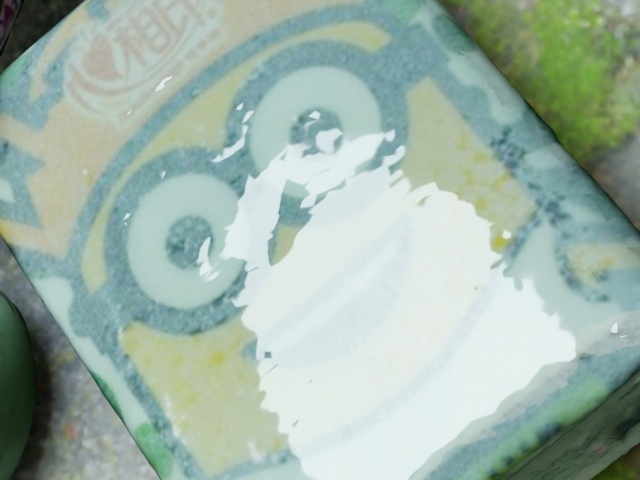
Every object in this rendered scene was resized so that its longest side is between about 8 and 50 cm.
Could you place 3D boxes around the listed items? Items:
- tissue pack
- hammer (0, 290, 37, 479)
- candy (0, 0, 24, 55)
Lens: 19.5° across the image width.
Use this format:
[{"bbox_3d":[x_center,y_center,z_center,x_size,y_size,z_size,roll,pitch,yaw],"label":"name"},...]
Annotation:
[{"bbox_3d":[0.000,0.000,0.844,0.228,0.128,0.311,-39,67,8],"label":"tissue pack"},{"bbox_3d":[-0.264,0.019,0.820,0.206,0.335,0.119,12,70,20],"label":"hammer"},{"bbox_3d":[-0.178,-0.151,0.903,0.088,0.061,0.312,-6,49,23],"label":"candy"}]
